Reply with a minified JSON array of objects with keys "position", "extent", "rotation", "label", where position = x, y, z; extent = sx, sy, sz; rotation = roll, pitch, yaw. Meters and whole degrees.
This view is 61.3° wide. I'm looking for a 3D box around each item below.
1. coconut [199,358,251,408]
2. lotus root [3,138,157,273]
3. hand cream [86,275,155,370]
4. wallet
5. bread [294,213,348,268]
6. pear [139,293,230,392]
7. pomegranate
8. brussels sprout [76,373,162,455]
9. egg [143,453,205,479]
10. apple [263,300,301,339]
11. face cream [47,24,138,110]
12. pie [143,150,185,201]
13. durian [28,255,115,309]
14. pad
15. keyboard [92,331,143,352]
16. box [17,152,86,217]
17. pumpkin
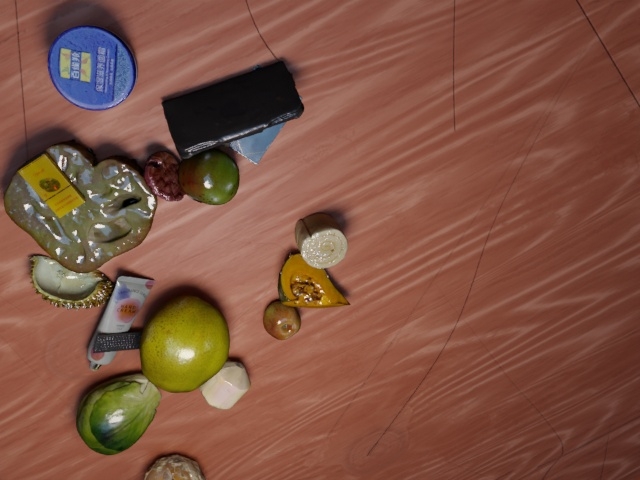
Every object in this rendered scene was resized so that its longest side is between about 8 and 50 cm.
[{"position":[-0.311,0.467,1.791],"extent":[0.147,0.147,0.152],"rotation":[38,96,-24],"label":"coconut"},{"position":[-0.660,-0.088,1.510],"extent":[0.391,0.111,0.374],"rotation":[5,113,-15],"label":"lotus root"},{"position":[-0.629,0.260,1.663],"extent":[0.124,0.078,0.340],"rotation":[17,108,-49],"label":"hand cream"},{"position":[-0.236,-0.361,1.477],"extent":[0.378,0.197,0.051],"rotation":[-22,158,-4],"label":"wallet"},{"position":[0.000,0.000,1.686],"extent":[0.148,0.141,0.133],"rotation":[-10,117,-9],"label":"bread"},{"position":[-0.409,0.309,1.641],"extent":[0.294,0.294,0.294],"rotation":[-5,112,-12],"label":"pear"},{"position":[-0.303,-0.203,1.525],"extent":[0.180,0.180,0.209],"rotation":[25,77,-21],"label":"pomegranate"},{"position":[-0.638,0.542,1.713],"extent":[0.271,0.210,0.219],"rotation":[-41,121,-13],"label":"brussels sprout"},{"position":[-0.498,0.848,1.869],"extent":[0.195,0.195,0.233],"rotation":[-41,113,4],"label":"egg"},{"position":[-0.129,0.264,1.777],"extent":[0.126,0.102,0.126],"rotation":[-5,111,-12],"label":"apple"},{"position":[-0.577,-0.442,1.384],"extent":[0.206,0.111,0.205],"rotation":[-4,111,-11],"label":"face cream"},{"position":[-0.434,-0.177,1.519],"extent":[0.038,0.153,0.153],"rotation":[-11,118,28],"label":"pie"},{"position":[-0.734,0.135,1.582],"extent":[0.252,0.144,0.139],"rotation":[15,85,-13],"label":"durian"},{"position":[-0.185,-0.361,1.572],"extent":[0.164,0.004,0.243],"rotation":[32,100,-23],"label":"pad"},{"position":[-0.601,0.313,1.678],"extent":[0.202,0.011,0.067],"rotation":[5,110,-47],"label":"keyboard"},{"position":[-0.700,-0.142,1.412],"extent":[0.087,0.023,0.155],"rotation":[-30,114,7],"label":"box"},{"position":[-0.043,0.136,1.762],"extent":[0.279,0.111,0.163],"rotation":[10,68,-37],"label":"pumpkin"}]
